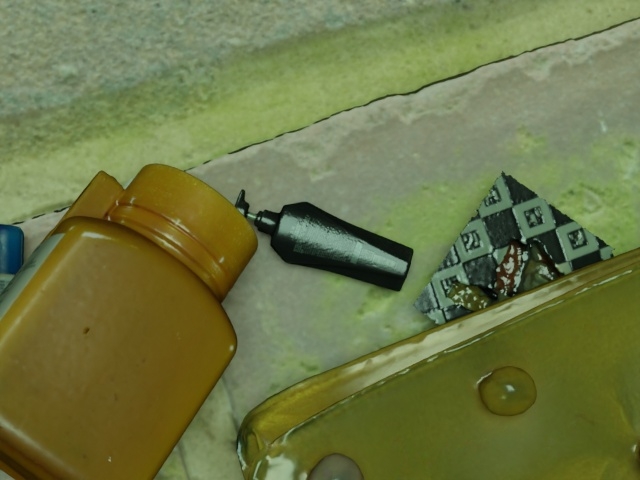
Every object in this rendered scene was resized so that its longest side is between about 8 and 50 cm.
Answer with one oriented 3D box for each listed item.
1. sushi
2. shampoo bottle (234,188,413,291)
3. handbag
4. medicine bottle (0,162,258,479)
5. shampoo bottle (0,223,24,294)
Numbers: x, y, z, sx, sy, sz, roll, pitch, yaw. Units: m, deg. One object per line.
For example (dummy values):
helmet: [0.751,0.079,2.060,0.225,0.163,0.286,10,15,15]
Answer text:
sushi: [0.147,0.032,0.964,0.120,0.026,0.126,36,82,-5]
shampoo bottle: [0.000,0.000,0.960,0.137,0.027,0.048,19,89,-1]
handbag: [0.166,0.183,0.888,0.401,0.133,0.283,-22,96,-10]
medicine bottle: [-0.142,0.064,0.879,0.149,0.112,0.222,39,67,-14]
shampoo bottle: [-0.255,0.079,0.915,0.087,0.050,0.183,1,80,-12]
